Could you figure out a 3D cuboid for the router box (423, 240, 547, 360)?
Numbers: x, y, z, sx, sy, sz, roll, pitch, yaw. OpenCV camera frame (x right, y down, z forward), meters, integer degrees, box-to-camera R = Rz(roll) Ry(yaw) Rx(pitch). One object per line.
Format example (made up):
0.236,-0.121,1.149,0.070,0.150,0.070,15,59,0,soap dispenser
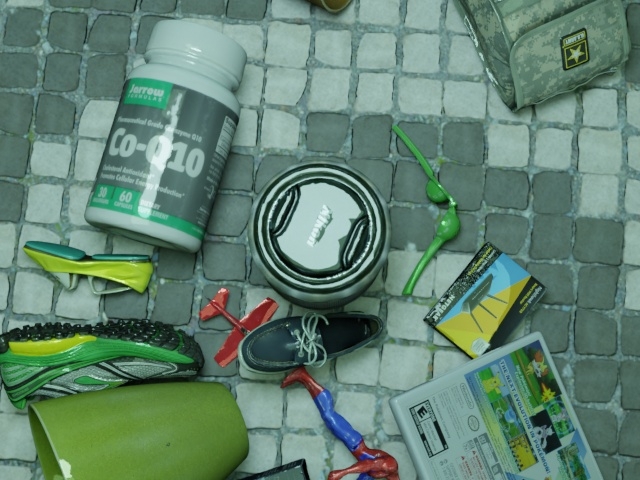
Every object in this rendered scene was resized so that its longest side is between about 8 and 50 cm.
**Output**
0.287,0.112,1.440,0.133,0.046,0.179,39,84,5,router box

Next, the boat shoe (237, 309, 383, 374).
-0.012,0.165,1.365,0.255,0.079,0.095,-3,79,-30,boat shoe

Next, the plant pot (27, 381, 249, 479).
-0.274,0.337,1.310,0.294,0.275,0.274,-18,81,-27,plant pot

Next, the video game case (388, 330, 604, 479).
0.302,0.355,1.355,0.300,0.036,0.328,-21,85,-20,video game case

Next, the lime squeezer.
0.193,-0.061,1.474,0.110,0.059,0.310,-8,81,30,lime squeezer

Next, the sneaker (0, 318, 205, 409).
-0.368,0.215,1.404,0.344,0.134,0.146,-2,99,1,sneaker

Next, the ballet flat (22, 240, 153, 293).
-0.411,0.052,1.446,0.231,0.077,0.077,7,98,0,ballet flat

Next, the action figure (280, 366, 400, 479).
0.021,0.354,1.383,0.280,0.091,0.139,42,76,7,action figure

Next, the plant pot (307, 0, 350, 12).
-0.061,-0.556,1.473,0.255,0.237,0.237,20,82,18,plant pot

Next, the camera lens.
0.000,0.000,1.345,0.220,0.274,0.219,0,81,1,camera lens

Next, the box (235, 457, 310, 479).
-0.079,0.464,1.366,0.158,0.093,0.155,-18,82,-1,box

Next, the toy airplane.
-0.148,0.143,1.448,0.151,0.028,0.151,0,82,1,toy airplane

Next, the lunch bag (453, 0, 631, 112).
0.395,-0.395,1.462,0.235,0.169,0.286,-25,89,-7,lunch bag

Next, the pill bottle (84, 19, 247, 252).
-0.255,-0.174,1.411,0.204,0.204,0.360,14,81,3,pill bottle
